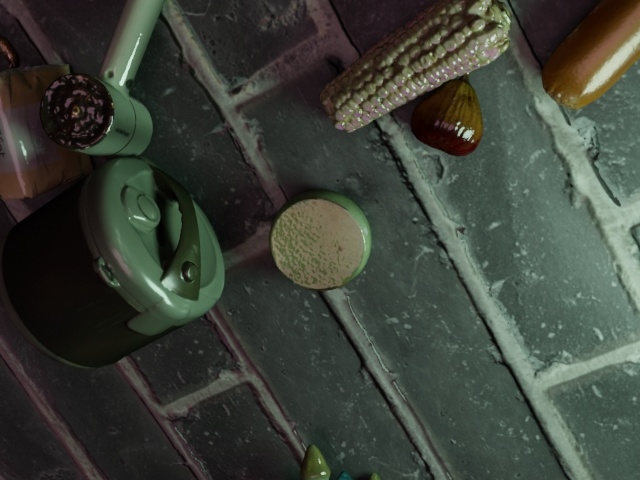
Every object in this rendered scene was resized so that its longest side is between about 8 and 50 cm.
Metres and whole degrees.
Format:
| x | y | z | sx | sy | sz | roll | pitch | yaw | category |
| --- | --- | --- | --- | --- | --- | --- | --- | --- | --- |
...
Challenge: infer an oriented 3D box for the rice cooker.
| x | y | z | sx | sy | sz | roll | pitch | yaw | category |
| --- | --- | --- | --- | --- | --- | --- | --- | --- | --- |
| -0.352 | 0.034 | 1.187 | 0.325 | 0.335 | 0.335 | -30 | 100 | 19 | rice cooker |

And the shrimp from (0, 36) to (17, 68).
| x | y | z | sx | sy | sz | roll | pitch | yaw | category |
| --- | --- | --- | --- | --- | --- | --- | --- | --- | --- |
| -0.632 | -0.330 | 1.267 | 0.127 | 0.025 | 0.091 | -34 | 100 | 17 | shrimp |

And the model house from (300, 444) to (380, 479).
| x | y | z | sx | sy | sz | roll | pitch | yaw | category |
| --- | --- | --- | --- | --- | --- | --- | --- | --- | --- |
| 0.014 | 0.567 | 1.382 | 0.267 | 0.194 | 0.324 | -6 | 94 | 16 | model house |

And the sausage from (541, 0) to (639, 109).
| x | y | z | sx | sy | sz | roll | pitch | yaw | category |
| --- | --- | --- | --- | --- | --- | --- | --- | --- | --- |
| 0.454 | -0.319 | 1.008 | 0.105 | 0.105 | 0.274 | 40 | 112 | -4 | sausage |

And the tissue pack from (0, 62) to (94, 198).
| x | y | z | sx | sy | sz | roll | pitch | yaw | category |
| --- | --- | --- | --- | --- | --- | --- | --- | --- | --- |
| -0.516 | -0.201 | 1.203 | 0.090 | 0.186 | 0.222 | 3 | 110 | 24 | tissue pack |

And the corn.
| x | y | z | sx | sy | sz | roll | pitch | yaw | category |
| --- | --- | --- | --- | --- | --- | --- | --- | --- | --- |
| 0.142 | -0.286 | 1.069 | 0.335 | 0.126 | 0.126 | -24 | 102 | 27 | corn |

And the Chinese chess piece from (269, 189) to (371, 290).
| x | y | z | sx | sy | sz | roll | pitch | yaw | category |
| --- | --- | --- | --- | --- | --- | --- | --- | --- | --- |
| 0.000 | 0.000 | 1.223 | 0.189 | 0.083 | 0.188 | 3 | 106 | 10 | Chinese chess piece |

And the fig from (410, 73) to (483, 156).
| x | y | z | sx | sy | sz | roll | pitch | yaw | category |
| --- | --- | --- | --- | --- | --- | --- | --- | --- | --- |
| 0.210 | -0.214 | 1.109 | 0.119 | 0.152 | 0.119 | 5 | 152 | 3 | fig |

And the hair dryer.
| x | y | z | sx | sy | sz | roll | pitch | yaw | category |
| --- | --- | --- | --- | --- | --- | --- | --- | --- | --- |
| -0.336 | -0.316 | 1.145 | 0.128 | 0.203 | 0.361 | 22 | 93 | 4 | hair dryer |
